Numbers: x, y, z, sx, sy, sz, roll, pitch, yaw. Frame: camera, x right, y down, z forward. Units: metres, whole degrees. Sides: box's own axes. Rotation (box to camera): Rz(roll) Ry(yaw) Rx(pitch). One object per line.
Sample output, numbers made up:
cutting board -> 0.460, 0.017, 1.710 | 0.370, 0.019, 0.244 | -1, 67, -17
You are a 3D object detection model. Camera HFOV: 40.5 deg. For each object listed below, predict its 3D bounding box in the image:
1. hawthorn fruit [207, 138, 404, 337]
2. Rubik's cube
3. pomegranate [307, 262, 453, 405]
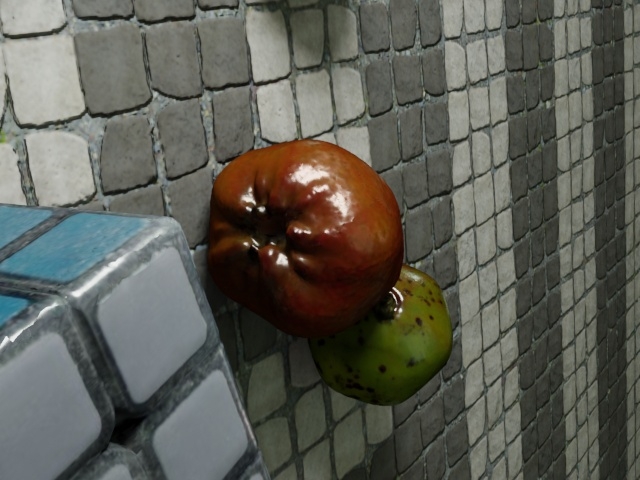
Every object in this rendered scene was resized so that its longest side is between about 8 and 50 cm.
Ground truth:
hawthorn fruit -> 0.000, 0.000, 0.995 | 0.260, 0.224, 0.224 | 7, 89, -57
Rubik's cube -> -0.244, 0.169, 0.589 | 0.305, 0.301, 0.304 | -46, 129, -44
pomegranate -> 0.092, 0.126, 1.156 | 0.246, 0.198, 0.198 | 34, 67, -47
